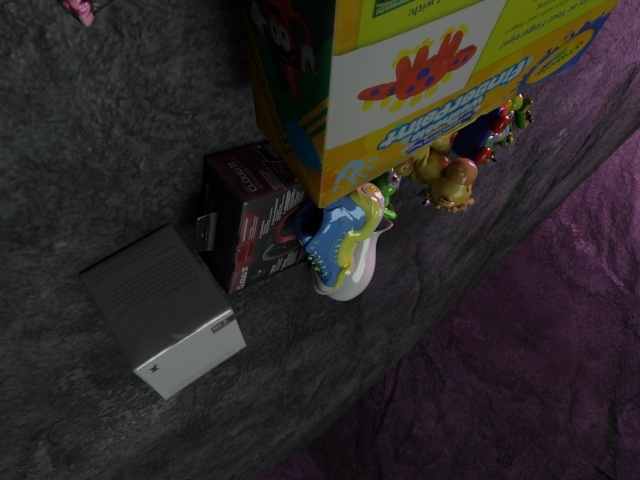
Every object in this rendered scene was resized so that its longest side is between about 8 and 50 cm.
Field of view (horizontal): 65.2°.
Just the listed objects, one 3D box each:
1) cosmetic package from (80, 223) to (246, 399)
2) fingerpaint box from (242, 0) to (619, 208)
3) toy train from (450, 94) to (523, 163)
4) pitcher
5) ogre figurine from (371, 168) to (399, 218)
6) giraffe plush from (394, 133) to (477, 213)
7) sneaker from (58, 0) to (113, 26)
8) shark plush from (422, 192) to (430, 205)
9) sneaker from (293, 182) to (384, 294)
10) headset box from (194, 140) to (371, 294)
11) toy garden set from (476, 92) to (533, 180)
[{"bbox_3d":[-0.232,0.109,0.760,0.151,0.183,0.151,-32,153,-17],"label":"cosmetic package"},{"bbox_3d":[0.145,-0.279,0.513,0.445,0.163,0.371,-31,159,-15],"label":"fingerpaint box"},{"bbox_3d":[0.387,-0.292,1.079,0.143,0.105,0.248,-29,152,-31],"label":"toy train"},{"bbox_3d":[0.049,0.031,1.127,0.178,0.125,0.207,4,121,-30],"label":"pitcher"},{"bbox_3d":[0.094,-0.089,0.958,0.197,0.118,0.097,-43,125,15],"label":"ogre figurine"},{"bbox_3d":[0.247,-0.141,1.043,0.182,0.170,0.210,-29,152,-26],"label":"giraffe plush"},{"bbox_3d":[-0.204,-0.240,0.413,0.057,0.047,0.119,-40,163,-17],"label":"sneaker"},{"bbox_3d":[0.322,-0.115,1.310,0.161,0.067,0.073,-3,135,-53],"label":"shark plush"},{"bbox_3d":[0.000,0.000,0.791,0.126,0.091,0.240,-1,136,-28],"label":"sneaker"},{"bbox_3d":[-0.068,-0.051,0.818,0.293,0.110,0.218,-24,149,-33],"label":"headset box"},{"bbox_3d":[0.458,-0.263,1.284,0.244,0.049,0.204,-45,155,8],"label":"toy garden set"}]
